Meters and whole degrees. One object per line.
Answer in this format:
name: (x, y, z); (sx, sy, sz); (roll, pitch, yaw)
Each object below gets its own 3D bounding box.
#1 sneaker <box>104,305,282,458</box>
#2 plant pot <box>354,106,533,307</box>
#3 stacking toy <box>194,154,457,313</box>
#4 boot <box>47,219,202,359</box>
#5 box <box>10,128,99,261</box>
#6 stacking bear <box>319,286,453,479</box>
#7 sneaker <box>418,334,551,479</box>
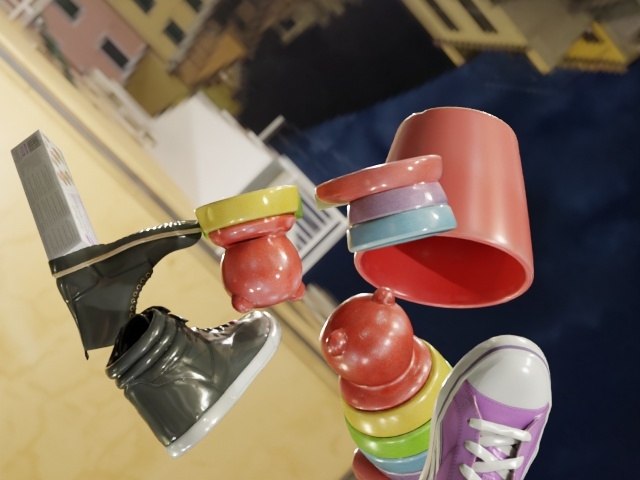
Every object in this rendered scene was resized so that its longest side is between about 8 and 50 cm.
sneaker: (-0.145, 0.118, 1.618); (0.104, 0.147, 0.296); (-37, -173, 28)
plant pot: (0.202, -0.057, 2.178); (0.275, 0.275, 0.243); (-19, -126, 44)
stacking toy: (0.000, 0.000, 1.679); (0.308, 0.130, 0.279); (-13, 177, -14)
boot: (-0.231, 0.059, 1.776); (0.197, 0.137, 0.077); (-18, -178, -2)
box: (-0.408, -0.056, 2.151); (0.067, 0.063, 0.324); (-37, -138, 4)
stacking bear: (0.089, 0.180, 1.708); (0.175, 0.289, 0.164); (-39, -140, -13)
sneaker: (0.142, 0.232, 1.214); (0.161, 0.102, 0.282); (-106, -148, -68)
